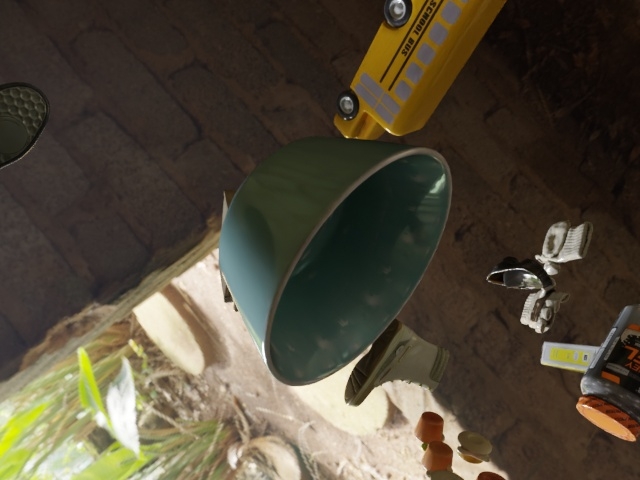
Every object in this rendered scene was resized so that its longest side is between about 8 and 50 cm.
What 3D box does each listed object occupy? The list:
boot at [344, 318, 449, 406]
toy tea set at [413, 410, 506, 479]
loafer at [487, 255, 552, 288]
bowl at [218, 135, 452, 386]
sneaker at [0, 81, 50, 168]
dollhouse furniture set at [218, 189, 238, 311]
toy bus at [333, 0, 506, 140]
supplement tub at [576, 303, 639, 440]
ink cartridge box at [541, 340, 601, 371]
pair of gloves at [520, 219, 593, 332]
[{"bbox_3d":[0.163,0.290,1.181,0.165,0.213,0.077,31,-172,-20],"label":"boot"},{"bbox_3d":[0.321,0.553,1.318,0.199,0.336,0.124,10,106,-2],"label":"toy tea set"},{"bbox_3d":[0.385,0.073,1.071,0.062,0.061,0.170,57,174,-4],"label":"loafer"},{"bbox_3d":[0.000,0.000,0.665,0.163,0.311,0.312,35,145,29],"label":"bowl"},{"bbox_3d":[-0.442,-0.116,0.688,0.086,0.226,0.163,49,169,-36],"label":"sneaker"},{"bbox_3d":[-0.047,0.039,1.164,0.286,0.303,0.198,-111,26,-50],"label":"dollhouse furniture set"},{"bbox_3d":[0.148,-0.287,0.875,0.130,0.108,0.333,47,134,17],"label":"toy bus"},{"bbox_3d":[0.489,0.205,0.863,0.117,0.190,0.117,34,167,9],"label":"supplement tub"},{"bbox_3d":[0.689,0.276,1.174,0.303,0.072,0.307,13,173,-6],"label":"ink cartridge box"},{"bbox_3d":[0.474,0.071,1.141,0.042,0.240,0.204,19,-177,5],"label":"pair of gloves"}]
